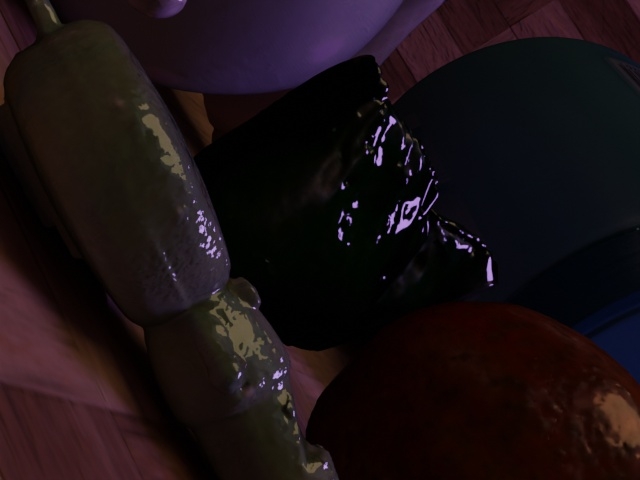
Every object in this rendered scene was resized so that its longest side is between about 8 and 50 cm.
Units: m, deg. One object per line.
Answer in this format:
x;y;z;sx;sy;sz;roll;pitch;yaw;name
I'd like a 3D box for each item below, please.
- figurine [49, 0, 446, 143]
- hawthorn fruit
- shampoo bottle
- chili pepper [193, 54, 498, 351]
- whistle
-0.035;-0.173;0.869;0.361;0.253;0.211;60;18;-73;figurine
0.081;0.118;0.728;0.189;0.189;0.189;57;8;-12;hawthorn fruit
0.205;0.054;1.137;0.331;0.331;0.342;53;9;-37;shampoo bottle
0.004;0.007;0.762;0.116;0.148;0.264;59;3;9;chili pepper
-0.061;0.018;0.588;0.258;0.067;0.126;62;-5;-7;whistle
